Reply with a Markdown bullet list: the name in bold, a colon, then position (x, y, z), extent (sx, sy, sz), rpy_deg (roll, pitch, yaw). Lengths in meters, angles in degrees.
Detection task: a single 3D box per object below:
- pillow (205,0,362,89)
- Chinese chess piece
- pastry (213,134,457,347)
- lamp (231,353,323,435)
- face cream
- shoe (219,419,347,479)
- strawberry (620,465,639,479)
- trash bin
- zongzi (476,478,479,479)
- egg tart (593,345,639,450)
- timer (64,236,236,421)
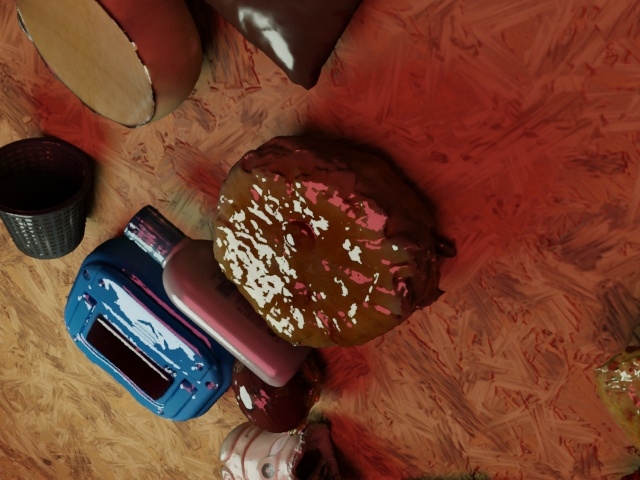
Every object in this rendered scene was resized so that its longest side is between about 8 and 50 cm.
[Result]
- **pillow**: position (-0.056, -0.362, 0.765), extent (0.308, 0.108, 0.305), rpy_deg (41, 136, 1)
- **Chinese chess piece**: position (-0.273, -0.270, 0.924), extent (0.257, 0.104, 0.257), rpy_deg (30, 151, 19)
- **pastry**: position (0.000, 0.000, 0.962), extent (0.329, 0.136, 0.330), rpy_deg (15, 126, 22)
- **lamp**: position (-0.069, 0.230, 1.169), extent (0.135, 0.157, 0.156), rpy_deg (-29, 61, 8)
- **face cream**: position (-0.153, 0.074, 1.092), extent (0.336, 0.163, 0.080), rpy_deg (39, 119, 2)
- **shoe**: position (-0.032, 0.480, 1.271), extent (0.198, 0.172, 0.351), rpy_deg (-23, 98, 38)
- **strawberry**: position (0.442, 0.410, 0.899), extent (0.205, 0.244, 0.205), rpy_deg (18, 129, 24)
- **trash bin**: position (-0.465, -0.056, 1.205), extent (0.175, 0.175, 0.161), rpy_deg (26, 141, 14)
- **zongzi**: position (0.230, 0.469, 1.190), extent (0.176, 0.078, 0.160), rpy_deg (-21, 109, 50)
- **egg tart**: position (0.506, 0.168, 0.754), extent (0.339, 0.153, 0.351), rpy_deg (41, 132, 0)
- **timer**: position (-0.305, 0.171, 1.288), extent (0.340, 0.115, 0.309), rpy_deg (41, 136, 1)
